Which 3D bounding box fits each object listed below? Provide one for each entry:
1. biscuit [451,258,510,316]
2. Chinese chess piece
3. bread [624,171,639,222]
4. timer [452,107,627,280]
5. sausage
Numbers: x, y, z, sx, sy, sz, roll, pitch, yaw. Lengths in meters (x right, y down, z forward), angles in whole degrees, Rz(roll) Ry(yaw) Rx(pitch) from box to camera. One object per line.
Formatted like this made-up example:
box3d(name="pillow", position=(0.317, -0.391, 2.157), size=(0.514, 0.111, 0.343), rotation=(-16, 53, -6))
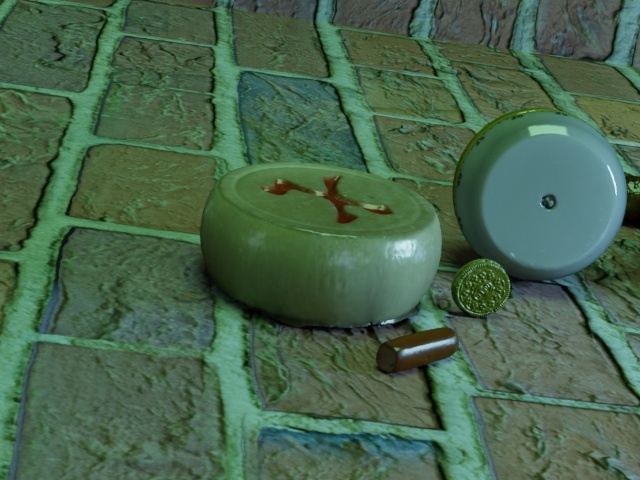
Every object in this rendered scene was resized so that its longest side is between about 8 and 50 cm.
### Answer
box3d(name="biscuit", position=(0.225, 0.067, 1.921), size=(0.084, 0.084, 0.023), rotation=(5, 19, -12))
box3d(name="Chinese chess piece", position=(0.000, 0.000, 1.918), size=(0.338, 0.140, 0.338), rotation=(9, 20, -3))
box3d(name="bread", position=(0.629, -0.060, 2.436), size=(0.344, 0.084, 0.124), rotation=(15, 22, 14))
box3d(name="timer", position=(0.328, -0.081, 2.128), size=(0.285, 0.285, 0.285), rotation=(8, 21, -3))
box3d(name="sausage", position=(0.127, 0.138, 1.753), size=(0.131, 0.039, 0.041), rotation=(-11, 27, -42))
